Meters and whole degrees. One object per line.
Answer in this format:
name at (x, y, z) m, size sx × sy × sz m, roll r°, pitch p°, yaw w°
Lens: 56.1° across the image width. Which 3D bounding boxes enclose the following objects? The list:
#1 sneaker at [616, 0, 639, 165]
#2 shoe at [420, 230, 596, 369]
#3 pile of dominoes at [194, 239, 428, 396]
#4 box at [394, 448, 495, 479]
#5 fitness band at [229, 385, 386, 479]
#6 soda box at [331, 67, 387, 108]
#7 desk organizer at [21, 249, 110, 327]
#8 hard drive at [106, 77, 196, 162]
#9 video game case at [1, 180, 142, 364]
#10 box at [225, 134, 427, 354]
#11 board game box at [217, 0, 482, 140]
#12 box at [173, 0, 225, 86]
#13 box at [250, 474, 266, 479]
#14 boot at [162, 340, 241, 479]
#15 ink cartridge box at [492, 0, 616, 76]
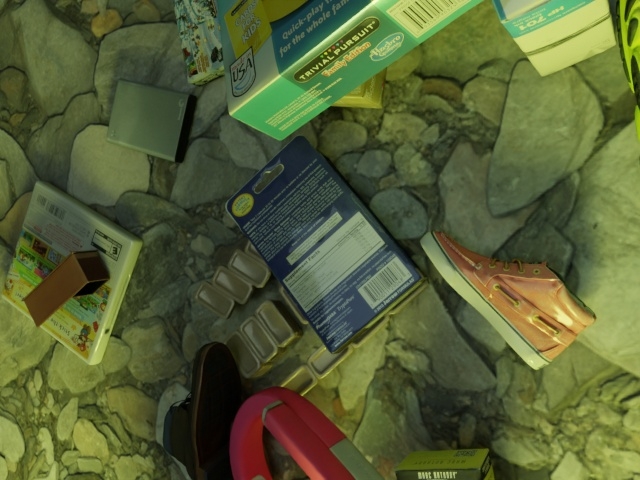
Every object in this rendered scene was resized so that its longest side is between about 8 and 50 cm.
sneaker at (0.333, -0.107, 0.503) m, size 0.123 × 0.109 × 0.296 m, roll -9°, pitch 92°, yaw 20°
shoe at (0.188, 0.039, 0.608) m, size 0.081 × 0.063 × 0.178 m, roll -47°, pitch 76°, yaw 18°
pile of dominoes at (-0.019, 0.062, 0.739) m, size 0.251 × 0.040 × 0.196 m, roll -43°, pitch 71°, yaw 12°
box at (0.136, 0.321, 0.563) m, size 0.087 × 0.058 × 0.233 m, roll -13°, pitch 83°, yaw 26°
fitness band at (-0.010, 0.292, 0.650) m, size 0.291 × 0.054 × 0.209 m, roll 39°, pitch 130°, yaw 38°
soda box at (-0.015, -0.193, 0.710) m, size 0.181 × 0.061 × 0.058 m, roll 10°, pitch 94°, yaw 27°
desk organizer at (-0.369, 0.071, 0.872) m, size 0.130 × 0.047 × 0.050 m, roll -37°, pitch 77°, yaw 22°
hard drive at (-0.239, -0.170, 0.846) m, size 0.135 × 0.022 × 0.094 m, roll 18°, pitch 98°, yaw 26°
video game case at (-0.387, 0.045, 0.922) m, size 0.226 × 0.026 × 0.207 m, roll 27°, pitch 102°, yaw 24°
box at (0.000, 0.000, 0.695) m, size 0.136 × 0.036 × 0.225 m, roll -42°, pitch 73°, yaw 13°
board game box at (0.000, -0.312, 0.617) m, size 0.253 × 0.079 × 0.336 m, roll -28°, pitch 59°, yaw 33°
box at (-0.144, -0.286, 0.795) m, size 0.093 × 0.027 × 0.137 m, roll -14°, pitch 84°, yaw 28°
box at (-0.112, 0.410, 0.652) m, size 0.121 × 0.148 × 0.311 m, roll 40°, pitch 133°, yaw 21°
boot at (-0.162, 0.214, 0.759) m, size 0.106 × 0.082 × 0.219 m, roll 17°, pitch 115°, yaw 33°
ink cartridge box at (0.194, -0.242, 0.530) m, size 0.082 × 0.190 × 0.140 m, roll -23°, pitch 80°, yaw 26°
